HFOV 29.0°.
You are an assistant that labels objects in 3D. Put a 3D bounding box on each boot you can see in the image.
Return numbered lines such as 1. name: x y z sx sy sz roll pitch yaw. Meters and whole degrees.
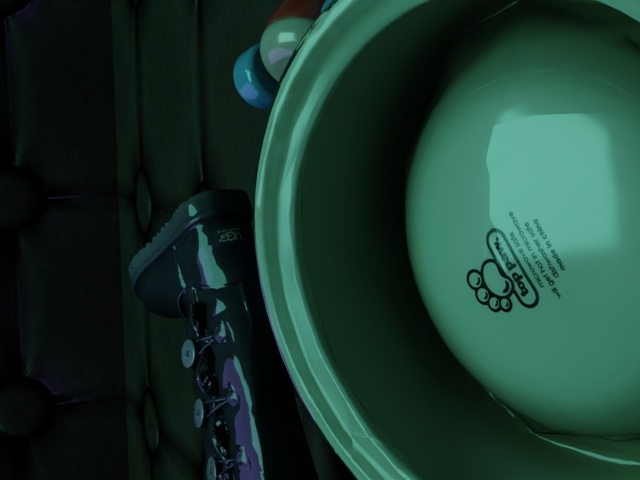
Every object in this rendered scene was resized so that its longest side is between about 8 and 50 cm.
1. boot: -0.140 0.202 1.745 0.367 0.146 0.445 126 130 -63

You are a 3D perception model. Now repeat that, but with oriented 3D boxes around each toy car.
1. toy car: 0.055 -0.250 1.371 0.219 0.210 0.238 -21 45 55

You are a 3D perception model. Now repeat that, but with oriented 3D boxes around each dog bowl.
1. dog bowl: 0.153 0.005 0.783 0.408 0.150 0.408 14 112 39

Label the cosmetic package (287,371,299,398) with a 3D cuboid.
1. cosmetic package: -0.032 0.115 1.726 0.231 0.085 0.117 109 149 -50
